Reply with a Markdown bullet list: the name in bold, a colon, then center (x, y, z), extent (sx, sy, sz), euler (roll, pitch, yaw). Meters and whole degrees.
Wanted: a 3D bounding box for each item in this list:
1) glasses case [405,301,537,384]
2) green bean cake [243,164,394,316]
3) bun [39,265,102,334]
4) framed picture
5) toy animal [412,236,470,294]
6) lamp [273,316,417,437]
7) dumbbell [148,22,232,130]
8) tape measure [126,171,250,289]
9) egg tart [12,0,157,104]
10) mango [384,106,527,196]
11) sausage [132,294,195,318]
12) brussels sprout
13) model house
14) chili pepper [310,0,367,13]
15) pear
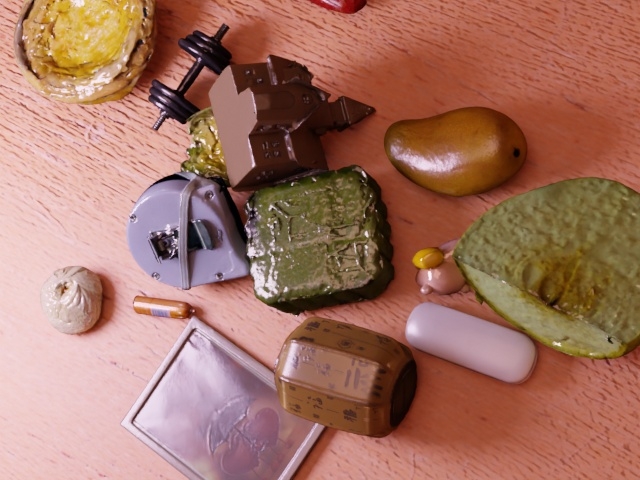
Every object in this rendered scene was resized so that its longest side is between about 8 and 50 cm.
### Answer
- **glasses case**: center (0.217, 0.148, 1.780), extent (0.197, 0.049, 0.076), euler (18, 83, 23)
- **green bean cake**: center (0.000, 0.000, 1.863), extent (0.214, 0.113, 0.200), euler (-11, 72, 16)
- **bun**: center (-0.410, 0.096, 2.010), extent (0.115, 0.069, 0.115), euler (-5, 76, 20)
- **framed picture**: center (-0.147, 0.277, 1.897), extent (0.290, 0.020, 0.211), euler (33, 88, 24)
- **toy animal**: center (0.189, 0.043, 1.811), extent (0.114, 0.091, 0.082), euler (-18, 87, -16)
- **lamp**: center (0.037, 0.198, 1.779), extent (0.185, 0.161, 0.161), euler (16, 82, 23)
- **dumbbell**: center (-0.213, -0.268, 2.017), extent (0.099, 0.099, 0.208), euler (34, 89, 24)
- **tape measure**: center (-0.208, -0.012, 1.914), extent (0.181, 0.107, 0.182), euler (-21, 110, 18)
- **egg tart**: center (-0.387, -0.360, 2.105), extent (0.291, 0.107, 0.290), euler (-3, 80, 20)
- **mango**: center (0.199, -0.134, 1.837), extent (0.228, 0.099, 0.136), euler (5, 83, 29)
- **sausage**: center (-0.248, 0.108, 1.968), extent (0.107, 0.031, 0.031), euler (7, 79, 22)
- **brussels sprout**: center (-0.137, -0.147, 1.961), extent (0.181, 0.100, 0.139), euler (-13, 69, -11)
- **model house**: center (-0.017, -0.194, 1.873), extent (0.248, 0.176, 0.180), euler (-11, 81, -26)
- **chili pepper**: center (-0.016, -0.461, 2.004), extent (0.253, 0.136, 0.144), euler (35, 45, 14)
- **pear**: center (0.364, 0.028, 1.720), extent (0.288, 0.139, 0.239), euler (27, 72, 28)
